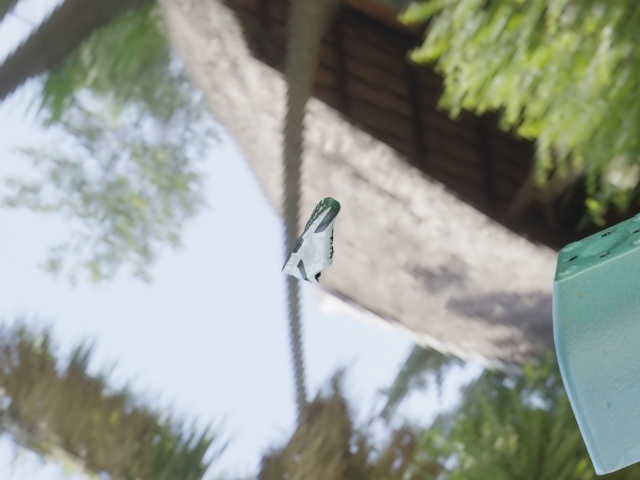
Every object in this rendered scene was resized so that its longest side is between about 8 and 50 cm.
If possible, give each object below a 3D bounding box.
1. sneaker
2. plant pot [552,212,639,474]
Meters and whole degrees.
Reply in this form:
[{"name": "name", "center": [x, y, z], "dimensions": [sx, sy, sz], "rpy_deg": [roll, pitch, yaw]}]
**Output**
[{"name": "sneaker", "center": [0.000, 0.000, 1.748], "dimensions": [0.043, 0.109, 0.040], "rpy_deg": [27, -140, -4]}, {"name": "plant pot", "center": [0.421, 0.110, 2.228], "dimensions": [0.252, 0.247, 0.248], "rpy_deg": [62, -163, -10]}]
